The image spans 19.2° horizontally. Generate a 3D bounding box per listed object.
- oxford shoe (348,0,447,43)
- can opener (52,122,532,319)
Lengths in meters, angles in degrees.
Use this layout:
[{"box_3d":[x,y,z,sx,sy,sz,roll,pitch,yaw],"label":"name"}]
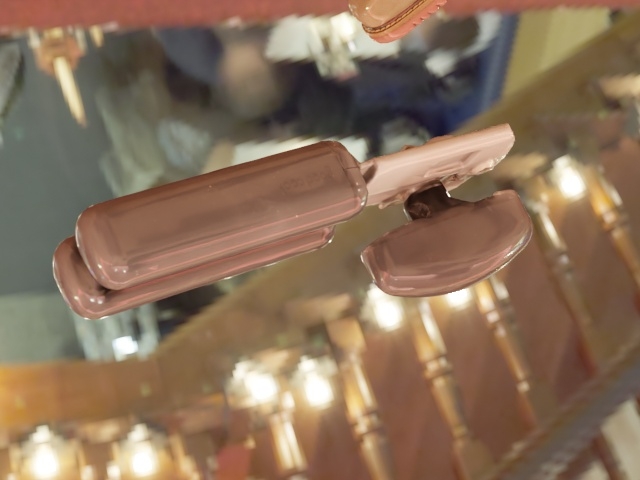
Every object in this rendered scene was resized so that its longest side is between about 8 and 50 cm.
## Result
[{"box_3d":[0.099,-0.315,1.446,0.130,0.123,0.348,23,111,-24],"label":"oxford shoe"},{"box_3d":[0.000,0.000,1.017,0.283,0.095,0.076,-18,164,-34],"label":"can opener"}]
